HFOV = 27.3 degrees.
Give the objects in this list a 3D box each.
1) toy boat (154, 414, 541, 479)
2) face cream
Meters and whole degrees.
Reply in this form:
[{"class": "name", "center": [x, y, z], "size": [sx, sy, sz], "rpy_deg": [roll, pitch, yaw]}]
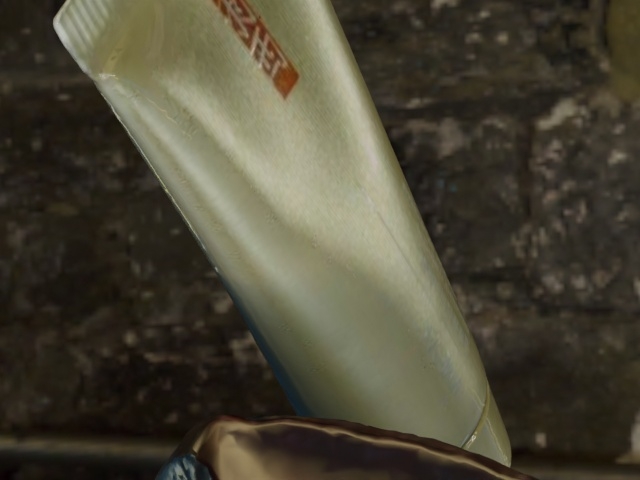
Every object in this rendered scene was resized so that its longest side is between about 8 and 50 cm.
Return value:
[{"class": "toy boat", "center": [0.059, 0.149, 0.354], "size": [0.309, 0.142, 0.129], "rpy_deg": [34, -118, 28]}, {"class": "face cream", "center": [0.000, 0.000, 0.522], "size": [0.084, 0.137, 0.341], "rpy_deg": [3, 140, 27]}]
